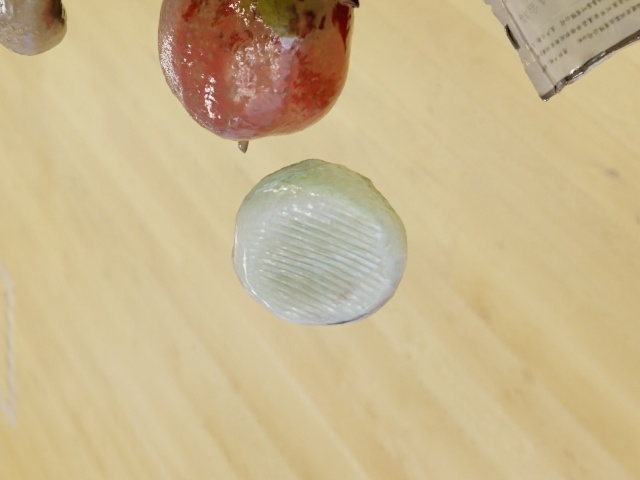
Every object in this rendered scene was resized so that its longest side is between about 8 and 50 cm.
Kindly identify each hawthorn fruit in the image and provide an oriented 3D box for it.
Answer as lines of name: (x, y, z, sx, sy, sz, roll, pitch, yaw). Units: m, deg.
hawthorn fruit: (-0.075, -0.207, 1.552, 0.215, 0.215, 0.250, 52, 147, 40)

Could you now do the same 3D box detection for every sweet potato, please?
sweet potato: (-0.247, -0.288, 1.319, 0.286, 0.112, 0.085, -53, 50, 34)

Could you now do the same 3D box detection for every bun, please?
bun: (0.000, 0.000, 1.110, 0.083, 0.141, 0.141, -78, -8, -61)

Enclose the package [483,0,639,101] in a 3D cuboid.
package: (0.293, -0.300, 1.633, 0.251, 0.062, 0.204, -35, 82, 40)
